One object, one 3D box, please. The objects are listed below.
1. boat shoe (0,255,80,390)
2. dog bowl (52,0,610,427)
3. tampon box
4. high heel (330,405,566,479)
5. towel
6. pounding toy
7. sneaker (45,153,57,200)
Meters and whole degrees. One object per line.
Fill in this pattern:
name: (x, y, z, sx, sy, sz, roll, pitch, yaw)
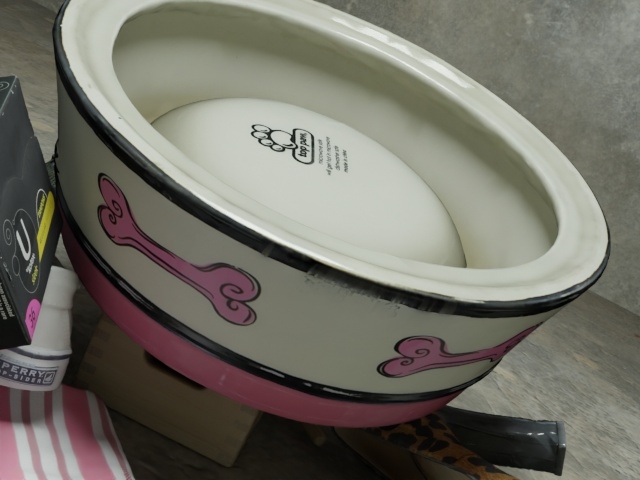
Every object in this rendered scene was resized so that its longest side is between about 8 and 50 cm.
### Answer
boat shoe: (-0.226, 0.016, 0.651, 0.096, 0.088, 0.267, 19, 4, -28)
dog bowl: (-0.006, -0.036, 0.689, 0.408, 0.150, 0.408, 19, 31, -12)
tampon box: (-0.233, -0.007, 0.492, 0.161, 0.101, 0.120, -8, 35, 0)
high heel: (0.081, 0.198, 0.662, 0.186, 0.093, 0.261, 5, 22, 10)
towel: (-0.194, 0.109, 0.522, 0.197, 0.029, 0.144, 18, 15, -32)
pounding toy: (-0.060, 0.085, 0.738, 0.181, 0.094, 0.206, 26, 12, 3)
sneaker: (-0.246, -0.084, 1.005, 0.087, 0.130, 0.227, 29, 14, 25)
